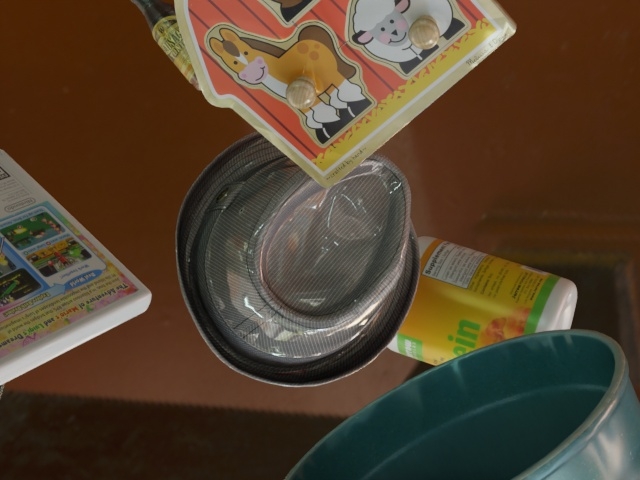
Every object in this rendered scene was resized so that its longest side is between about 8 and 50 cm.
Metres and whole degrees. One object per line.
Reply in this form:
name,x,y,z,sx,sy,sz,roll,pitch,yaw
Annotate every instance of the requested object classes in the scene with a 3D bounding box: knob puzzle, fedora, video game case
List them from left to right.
video game case,-0.198,0.019,0.805,0.143,0.157,0.019,42,135,23
knob puzzle,-0.008,-0.139,0.891,0.213,0.030,0.213,5,123,8
fedora,0.000,0.000,1.350,0.243,0.275,0.124,50,151,-4

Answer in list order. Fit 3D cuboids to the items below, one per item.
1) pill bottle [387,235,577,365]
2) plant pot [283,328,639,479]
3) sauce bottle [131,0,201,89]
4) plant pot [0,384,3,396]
pill bottle,0.148,0.075,1.623,0.246,0.136,0.136,18,126,18
plant pot,0.141,0.241,1.034,0.272,0.272,0.255,-20,104,36
sauce bottle,-0.150,-0.212,1.500,0.128,0.042,0.042,48,131,12
plant pot,-0.509,0.177,1.760,0.167,0.188,0.188,56,138,36
